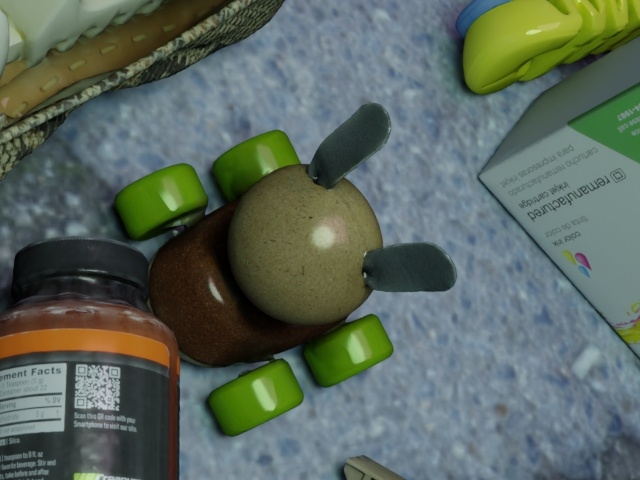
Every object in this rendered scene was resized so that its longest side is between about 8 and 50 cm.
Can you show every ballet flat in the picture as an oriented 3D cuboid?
[{"bbox_3d":[-0.159,-0.125,0.699,0.483,0.182,0.164,-35,94,-40],"label":"ballet flat"}]

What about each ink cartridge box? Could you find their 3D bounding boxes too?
[{"bbox_3d":[0.284,-0.011,0.955,0.278,0.201,0.117,47,51,-11],"label":"ink cartridge box"}]

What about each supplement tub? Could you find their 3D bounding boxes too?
[{"bbox_3d":[-0.121,0.101,0.677,0.106,0.106,0.197,13,63,-31],"label":"supplement tub"}]

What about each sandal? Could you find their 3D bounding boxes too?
[{"bbox_3d":[0.212,-0.214,1.050,0.317,0.126,0.138,-17,77,-41],"label":"sandal"}]

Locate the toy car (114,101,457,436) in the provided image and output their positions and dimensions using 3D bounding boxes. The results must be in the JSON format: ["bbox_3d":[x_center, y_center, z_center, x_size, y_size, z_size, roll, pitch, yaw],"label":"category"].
[{"bbox_3d":[0.000,0.000,0.753,0.149,0.188,0.155,-23,85,-40],"label":"toy car"}]

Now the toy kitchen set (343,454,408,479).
[{"bbox_3d":[0.032,0.177,0.808,0.068,0.075,0.083,29,7,21],"label":"toy kitchen set"}]
